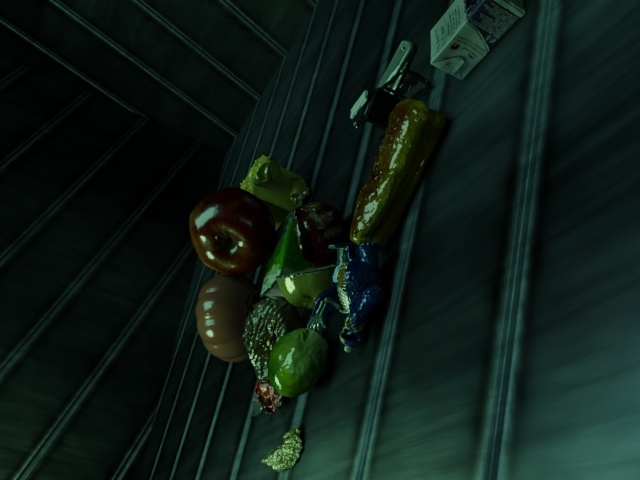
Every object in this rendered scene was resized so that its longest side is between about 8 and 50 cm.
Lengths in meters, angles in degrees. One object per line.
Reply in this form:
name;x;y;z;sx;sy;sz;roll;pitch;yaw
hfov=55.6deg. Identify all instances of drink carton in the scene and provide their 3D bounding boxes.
drink carton;0.351;-0.499;1.393;0.222;0.102;0.134;-46;31;47
drink carton;-0.103;0.060;1.972;0.161;0.108;0.271;-46;29;47

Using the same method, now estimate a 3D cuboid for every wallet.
wallet;0.109;-0.387;1.727;0.083;0.011;0.044;-48;26;42

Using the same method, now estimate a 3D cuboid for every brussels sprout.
brussels sprout;-0.061;0.309;1.551;0.181;0.144;0.161;-51;-7;-21

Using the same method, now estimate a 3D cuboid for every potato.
potato;-0.015;0.130;1.647;0.202;0.182;0.117;-11;87;25

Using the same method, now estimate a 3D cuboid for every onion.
onion;0.000;0.000;1.755;0.195;0.140;0.218;-118;16;-66

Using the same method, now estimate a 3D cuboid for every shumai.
shumai;-0.115;0.271;1.729;0.184;0.185;0.218;-22;82;16

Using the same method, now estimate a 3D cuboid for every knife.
knife;0.209;-0.468;1.811;0.073;0.040;0.265;33;98;54

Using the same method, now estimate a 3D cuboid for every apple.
apple;-0.285;-0.035;2.004;0.288;0.288;0.317;-63;9;14

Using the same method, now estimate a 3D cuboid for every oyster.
oyster;-0.086;0.529;1.545;0.122;0.045;0.146;-60;16;-20

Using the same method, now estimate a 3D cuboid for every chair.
chair;0.193;-0.366;1.653;0.229;0.106;0.113;-15;55;67

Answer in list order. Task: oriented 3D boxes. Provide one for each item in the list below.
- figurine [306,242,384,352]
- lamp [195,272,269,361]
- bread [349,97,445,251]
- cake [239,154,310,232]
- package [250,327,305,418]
figurine;0.082;0.127;1.428;0.164;0.120;0.262;15;91;35
lamp;-0.279;0.252;2.033;0.239;0.305;0.305;-10;46;14
bread;0.170;-0.163;1.502;0.380;0.109;0.185;-66;20;10
cake;-0.187;-0.162;2.254;0.286;0.227;0.222;-45;29;48
package;-0.132;0.386;1.769;0.194;0.071;0.269;-21;45;46
